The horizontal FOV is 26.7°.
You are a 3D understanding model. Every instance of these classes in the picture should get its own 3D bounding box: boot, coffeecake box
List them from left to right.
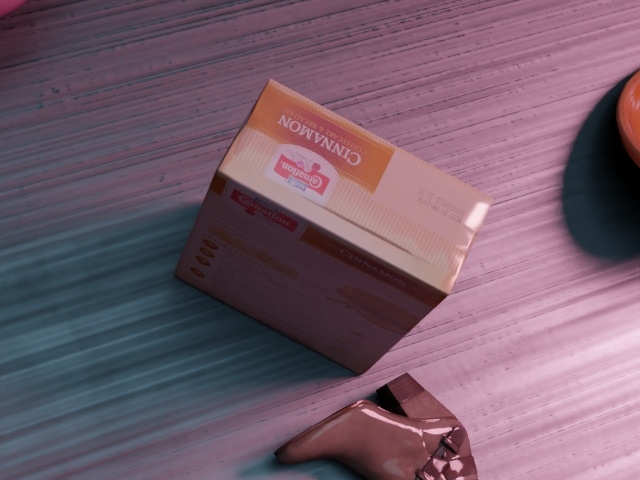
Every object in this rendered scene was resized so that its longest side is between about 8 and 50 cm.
[{"bbox_3d":[0.000,0.000,0.805,0.142,0.185,0.068,28,67,-3],"label":"coffeecake box"},{"bbox_3d":[0.041,0.140,0.845,0.118,0.042,0.087,-27,81,-20],"label":"boot"}]

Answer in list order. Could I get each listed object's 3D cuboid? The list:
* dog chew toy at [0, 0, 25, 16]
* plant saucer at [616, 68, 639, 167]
[{"bbox_3d":[-0.235,-0.228,0.830,0.207,0.206,0.332,26,75,-3],"label":"dog chew toy"},{"bbox_3d":[0.309,-0.078,0.944,0.200,0.037,0.200,-5,39,4],"label":"plant saucer"}]
